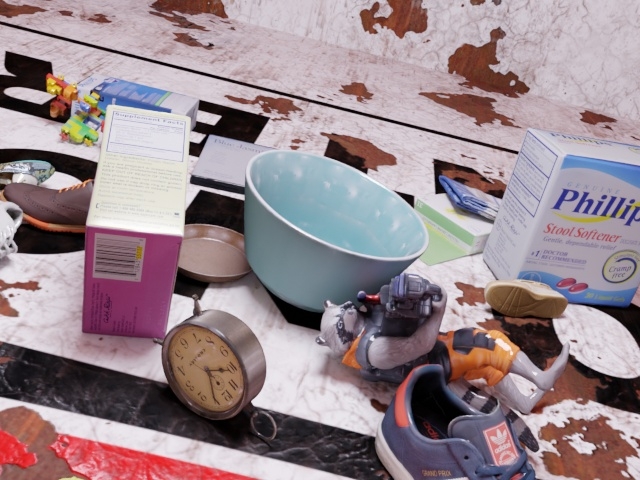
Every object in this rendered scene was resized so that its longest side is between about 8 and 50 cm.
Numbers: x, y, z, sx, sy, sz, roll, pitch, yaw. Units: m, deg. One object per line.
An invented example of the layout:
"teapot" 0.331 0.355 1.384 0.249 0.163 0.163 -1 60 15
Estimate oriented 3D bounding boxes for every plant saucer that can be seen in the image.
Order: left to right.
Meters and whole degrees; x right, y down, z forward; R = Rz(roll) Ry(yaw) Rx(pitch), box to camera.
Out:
"plant saucer" -0.185 0.025 1.216 0.168 0.029 0.168 12 27 -6

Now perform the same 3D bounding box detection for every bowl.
"bowl" 0.000 0.000 1.174 0.311 0.163 0.311 20 28 -11

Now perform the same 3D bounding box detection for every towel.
"towel" 0.405 -0.066 1.584 0.285 0.034 0.209 21 17 -9

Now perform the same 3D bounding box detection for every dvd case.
"dvd case" -0.174 -0.164 1.587 0.180 0.022 0.253 11 27 -5

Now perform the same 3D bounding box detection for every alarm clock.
"alarm clock" -0.116 0.165 0.891 0.192 0.129 0.064 52 34 8

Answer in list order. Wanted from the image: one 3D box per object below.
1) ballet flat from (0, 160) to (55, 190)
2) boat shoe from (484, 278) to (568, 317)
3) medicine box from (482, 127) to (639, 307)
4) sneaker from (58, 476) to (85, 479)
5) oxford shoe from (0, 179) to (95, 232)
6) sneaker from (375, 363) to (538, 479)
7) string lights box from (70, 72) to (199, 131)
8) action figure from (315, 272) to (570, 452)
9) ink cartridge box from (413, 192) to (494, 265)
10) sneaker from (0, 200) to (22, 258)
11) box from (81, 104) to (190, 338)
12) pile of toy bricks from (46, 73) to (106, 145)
"ballet flat" -0.554 -0.100 1.258 0.188 0.070 0.070 -6 33 -30
"boat shoe" 0.359 0.099 1.302 0.170 0.063 0.059 13 23 -22
"medicine box" 0.488 -0.040 1.369 0.263 0.289 0.149 7 28 -13
"sneaker" -0.179 0.297 0.635 0.126 0.091 0.240 2 29 -23
"oxford shoe" -0.399 -0.066 1.210 0.271 0.098 0.097 14 27 0
"sneaker" 0.195 0.271 0.796 0.131 0.148 0.350 -11 36 -39
"string lights box" -0.426 -0.311 1.687 0.259 0.077 0.133 14 27 0
"action figure" 0.148 0.149 0.967 0.330 0.179 0.341 14 -8 14
"ink cartridge box" 0.251 -0.029 1.499 0.235 0.056 0.171 -9 35 -41
"sneaker" -0.490 -0.003 1.052 0.091 0.094 0.258 2 28 -13
"box" -0.256 -0.026 1.012 0.117 0.214 0.243 7 45 -14
"pile of toy bricks" -0.502 -0.247 1.529 0.212 0.118 0.105 31 56 -1
